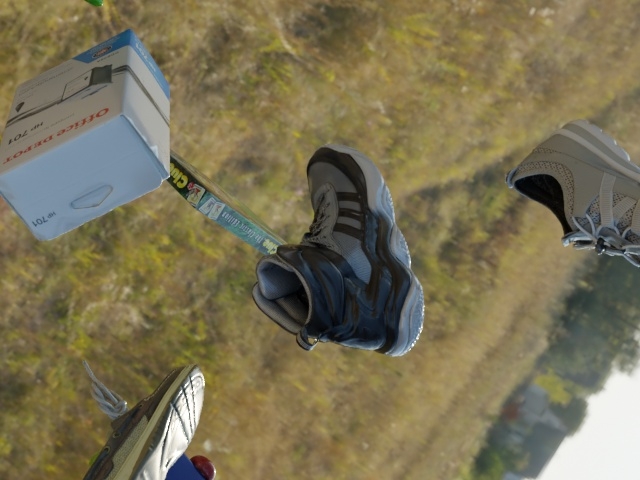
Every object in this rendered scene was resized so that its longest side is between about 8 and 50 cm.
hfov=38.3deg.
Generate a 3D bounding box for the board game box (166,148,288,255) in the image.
[{"bbox_3d":[-0.120,-0.042,1.144,0.030,0.136,0.260,-51,149,0],"label":"board game box"}]

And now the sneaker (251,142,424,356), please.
[{"bbox_3d":[0.000,0.000,0.962,0.153,0.268,0.101,0,142,-28],"label":"sneaker"}]

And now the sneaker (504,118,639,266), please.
[{"bbox_3d":[0.299,-0.009,0.921,0.115,0.281,0.105,-29,133,-12],"label":"sneaker"}]

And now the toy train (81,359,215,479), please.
[{"bbox_3d":[-0.268,0.280,1.243,0.143,0.248,0.105,-37,-178,40],"label":"toy train"}]

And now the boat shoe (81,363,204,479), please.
[{"bbox_3d":[-0.182,0.201,0.924,0.223,0.073,0.080,-66,156,-53],"label":"boat shoe"}]

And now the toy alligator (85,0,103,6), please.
[{"bbox_3d":[-0.226,-0.286,0.824,0.051,0.189,0.056,-40,154,13],"label":"toy alligator"}]

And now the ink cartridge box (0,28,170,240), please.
[{"bbox_3d":[-0.221,-0.105,0.876,0.140,0.190,0.082,-25,124,8],"label":"ink cartridge box"}]
